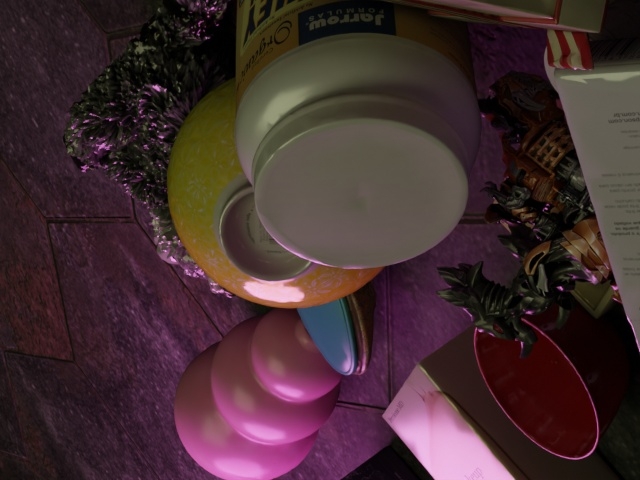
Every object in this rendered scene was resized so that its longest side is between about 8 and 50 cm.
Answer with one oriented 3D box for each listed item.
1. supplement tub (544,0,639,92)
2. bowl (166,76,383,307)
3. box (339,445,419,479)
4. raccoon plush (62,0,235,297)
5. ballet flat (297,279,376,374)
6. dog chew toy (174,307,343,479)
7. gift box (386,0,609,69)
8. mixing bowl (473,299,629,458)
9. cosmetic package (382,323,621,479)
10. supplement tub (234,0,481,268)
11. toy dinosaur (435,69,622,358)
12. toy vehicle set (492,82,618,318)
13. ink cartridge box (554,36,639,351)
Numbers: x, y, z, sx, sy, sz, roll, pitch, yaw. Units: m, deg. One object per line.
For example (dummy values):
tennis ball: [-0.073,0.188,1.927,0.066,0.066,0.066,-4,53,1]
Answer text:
supplement tub: [0.258,-0.171,1.458,0.071,0.107,0.071,37,145,33]
bowl: [-0.044,-0.035,1.841,0.289,0.156,0.289,3,114,8]
box: [0.076,0.390,2.207,0.156,0.158,0.093,47,149,18]
raccoon plush: [-0.137,-0.124,2.027,0.299,0.216,0.446,44,148,9]
ballet flat: [0.000,0.000,2.003,0.123,0.123,0.348,2,125,56]
dog chew toy: [-0.068,0.193,2.218,0.206,0.206,0.332,52,142,11]
gift box: [0.122,-0.285,1.331,0.276,0.258,0.255,31,112,62]
mixing bowl: [0.260,0.129,1.740,0.181,0.098,0.181,42,151,30]
cosmetic package: [0.226,0.264,1.910,0.309,0.113,0.160,48,149,15]
supplement tub: [0.033,-0.152,1.563,0.228,0.228,0.316,95,175,-47]
toy dinosaur: [0.235,0.003,1.554,0.218,0.164,0.322,-39,61,44]
toy vehicle set: [0.269,-0.055,1.622,0.166,0.035,0.267,48,149,19]
ink cartridge box: [0.385,-0.020,1.350,0.324,0.071,0.330,0,125,37]
